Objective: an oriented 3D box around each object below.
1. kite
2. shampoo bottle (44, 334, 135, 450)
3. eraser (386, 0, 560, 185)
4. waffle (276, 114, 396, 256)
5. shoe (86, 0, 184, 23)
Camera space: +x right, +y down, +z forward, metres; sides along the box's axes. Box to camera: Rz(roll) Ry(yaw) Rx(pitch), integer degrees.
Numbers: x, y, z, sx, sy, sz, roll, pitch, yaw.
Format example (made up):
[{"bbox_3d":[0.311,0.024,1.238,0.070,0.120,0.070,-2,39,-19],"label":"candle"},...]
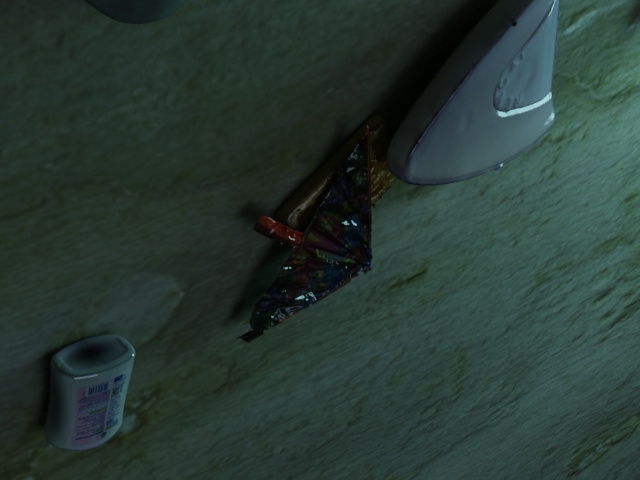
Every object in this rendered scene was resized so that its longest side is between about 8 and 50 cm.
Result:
[{"bbox_3d":[0.000,0.000,1.130,0.189,0.009,0.232,19,106,-54],"label":"kite"},{"bbox_3d":[-0.193,0.131,1.033,0.072,0.043,0.099,-18,136,-39],"label":"shampoo bottle"},{"bbox_3d":[0.144,-0.137,1.164,0.243,0.059,0.204,-37,145,-27],"label":"eraser"},{"bbox_3d":[0.022,-0.045,1.142,0.135,0.021,0.092,-46,147,-8],"label":"waffle"},{"bbox_3d":[-0.130,-0.190,0.769,0.079,0.078,0.195,-50,143,-3],"label":"shoe"}]
